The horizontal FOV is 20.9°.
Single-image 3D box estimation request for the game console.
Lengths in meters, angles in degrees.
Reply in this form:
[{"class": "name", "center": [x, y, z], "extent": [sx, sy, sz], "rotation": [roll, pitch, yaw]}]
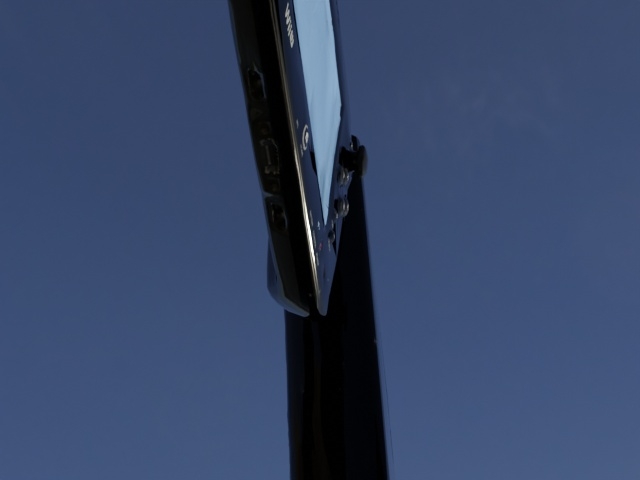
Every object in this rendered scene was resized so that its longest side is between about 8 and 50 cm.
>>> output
[{"class": "game console", "center": [0.000, 0.000, 0.636], "extent": [0.044, 0.213, 0.361], "rotation": [-6, -43, 3]}]
